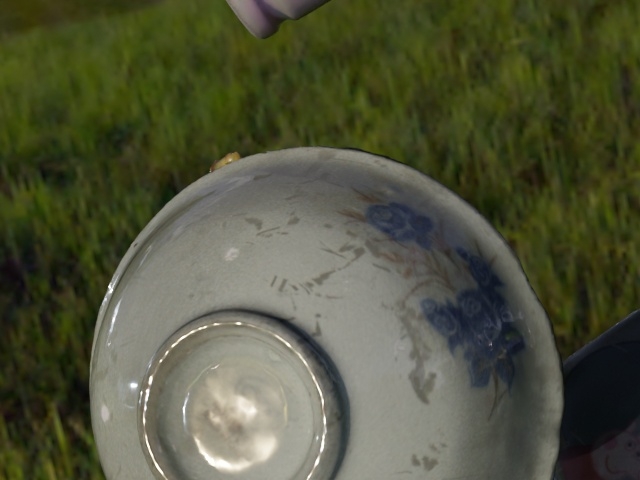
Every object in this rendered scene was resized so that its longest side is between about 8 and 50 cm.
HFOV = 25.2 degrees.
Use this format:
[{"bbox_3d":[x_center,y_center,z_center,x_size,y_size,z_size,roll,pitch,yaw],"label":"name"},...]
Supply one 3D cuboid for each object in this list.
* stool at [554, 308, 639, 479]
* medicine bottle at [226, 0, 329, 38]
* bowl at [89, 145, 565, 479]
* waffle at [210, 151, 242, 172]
[{"bbox_3d":[0.376,0.199,1.179,0.310,0.310,0.226,-35,-43,24],"label":"stool"},{"bbox_3d":[0.024,-0.355,1.377,0.316,0.202,0.202,-29,9,6],"label":"medicine bottle"},{"bbox_3d":[-0.024,0.095,0.827,0.313,0.313,0.146,-9,-4,17],"label":"bowl"},{"bbox_3d":[0.000,0.001,1.380,0.065,0.283,0.309,-53,-13,-15],"label":"waffle"}]
